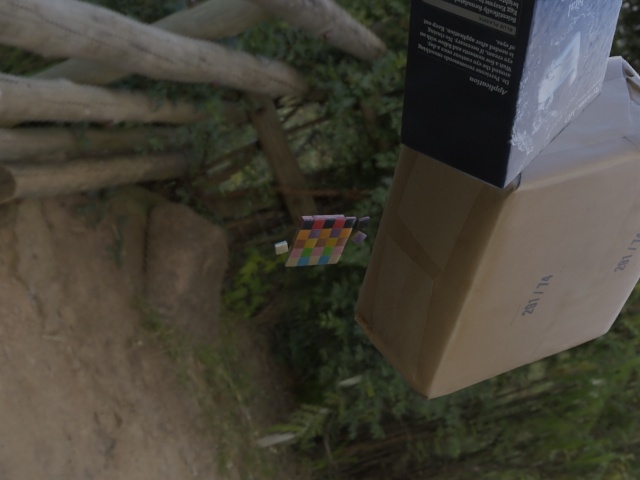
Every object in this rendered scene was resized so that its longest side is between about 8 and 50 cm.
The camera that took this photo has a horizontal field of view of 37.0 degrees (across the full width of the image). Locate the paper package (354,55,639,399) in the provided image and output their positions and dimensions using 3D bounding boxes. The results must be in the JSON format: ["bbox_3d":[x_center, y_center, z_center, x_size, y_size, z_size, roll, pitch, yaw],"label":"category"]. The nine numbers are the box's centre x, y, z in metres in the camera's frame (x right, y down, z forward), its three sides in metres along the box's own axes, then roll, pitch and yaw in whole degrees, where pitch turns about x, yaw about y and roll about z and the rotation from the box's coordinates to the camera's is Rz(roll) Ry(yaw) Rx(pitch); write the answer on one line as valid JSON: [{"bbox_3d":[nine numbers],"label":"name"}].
[{"bbox_3d":[0.229,-0.015,1.072,0.168,0.309,0.325,52,-36,37],"label":"paper package"}]

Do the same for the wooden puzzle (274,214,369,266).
[{"bbox_3d":[0.000,0.000,0.773,0.083,0.049,0.006,-2,42,-32],"label":"wooden puzzle"}]

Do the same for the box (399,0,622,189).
[{"bbox_3d":[0.140,-0.149,0.679,0.156,0.093,0.158,-40,147,-35],"label":"box"}]
